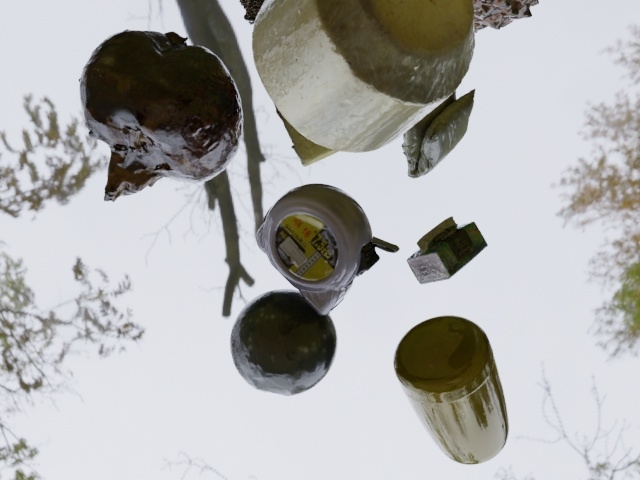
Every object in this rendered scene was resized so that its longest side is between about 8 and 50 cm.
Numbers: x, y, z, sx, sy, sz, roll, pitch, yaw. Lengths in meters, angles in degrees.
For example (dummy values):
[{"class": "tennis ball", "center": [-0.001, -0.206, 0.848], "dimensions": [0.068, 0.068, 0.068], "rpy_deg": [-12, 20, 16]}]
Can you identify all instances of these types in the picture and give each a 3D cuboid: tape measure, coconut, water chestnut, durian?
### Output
[{"class": "tape measure", "center": [0.004, 0.000, 1.215], "dimensions": [0.196, 0.178, 0.105], "rpy_deg": [51, -144, 3]}, {"class": "coconut", "center": [0.038, -0.196, 0.768], "dimensions": [0.202, 0.222, 0.202], "rpy_deg": [11, -112, -29]}, {"class": "water chestnut", "center": [-0.322, -0.225, 1.470], "dimensions": [0.335, 0.335, 0.347], "rpy_deg": [31, -102, 16]}, {"class": "durian", "center": [-0.067, -0.306, 0.972], "dimensions": [0.080, 0.091, 0.080], "rpy_deg": [0, -86, 5]}]

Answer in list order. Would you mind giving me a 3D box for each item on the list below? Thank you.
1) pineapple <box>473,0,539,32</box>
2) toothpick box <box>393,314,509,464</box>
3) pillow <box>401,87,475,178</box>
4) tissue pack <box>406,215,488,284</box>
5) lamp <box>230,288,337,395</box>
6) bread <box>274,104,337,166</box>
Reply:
[{"class": "pineapple", "center": [0.177, -0.376, 0.839], "dimensions": [0.175, 0.361, 0.175], "rpy_deg": [-6, -109, 16]}, {"class": "toothpick box", "center": [0.250, 0.283, 1.393], "dimensions": [0.175, 0.271, 0.175], "rpy_deg": [-17, -144, 13]}, {"class": "pillow", "center": [0.229, -0.214, 1.482], "dimensions": [0.077, 0.134, 0.181], "rpy_deg": [29, -126, 25]}, {"class": "tissue pack", "center": [0.210, 0.012, 1.295], "dimensions": [0.111, 0.085, 0.079], "rpy_deg": [-34, -82, -32]}, {"class": "lamp", "center": [-0.087, 0.195, 1.347], "dimensions": [0.181, 0.314, 0.182], "rpy_deg": [9, -114, -20]}, {"class": "bread", "center": [0.022, -0.331, 1.636], "dimensions": [0.198, 0.263, 0.236], "rpy_deg": [-19, -167, 20]}]
